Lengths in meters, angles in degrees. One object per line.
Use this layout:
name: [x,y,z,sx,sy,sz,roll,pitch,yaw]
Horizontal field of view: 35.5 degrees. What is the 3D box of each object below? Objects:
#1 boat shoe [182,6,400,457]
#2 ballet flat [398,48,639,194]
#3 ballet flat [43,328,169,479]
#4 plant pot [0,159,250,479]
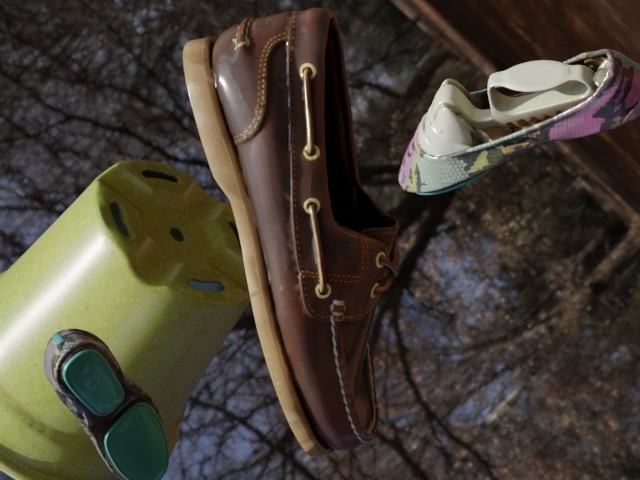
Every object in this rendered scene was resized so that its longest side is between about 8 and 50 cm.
boat shoe: [0.000,0.000,0.453,0.073,0.073,0.207,-67,-37,-72]
ballet flat: [0.139,-0.099,0.771,0.079,0.221,0.077,36,-131,-41]
ballet flat: [-0.115,0.087,0.536,0.041,0.041,0.114,-117,5,-50]
plant pot: [-0.198,0.069,0.984,0.276,0.254,0.276,30,-148,-21]
